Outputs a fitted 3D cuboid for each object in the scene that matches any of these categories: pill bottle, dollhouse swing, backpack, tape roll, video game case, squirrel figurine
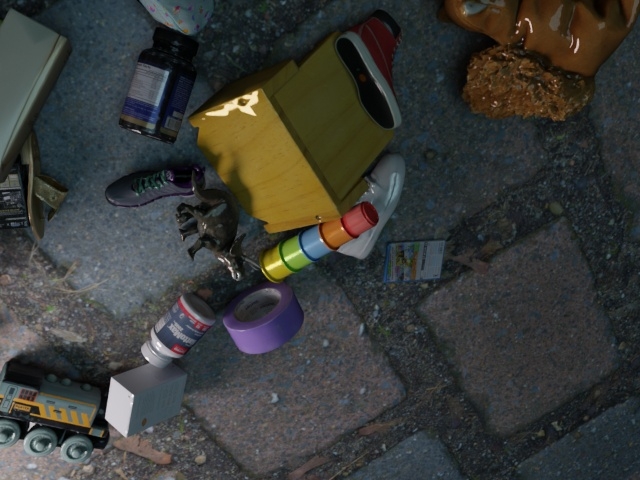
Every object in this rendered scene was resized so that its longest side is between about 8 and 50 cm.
[{"bbox_3d":[-0.331,-0.322,1.346,0.123,0.123,0.219,17,95,-23],"label":"pill bottle"},{"bbox_3d":[-0.049,-0.262,1.503,0.315,0.304,0.346,-11,127,36],"label":"dollhouse swing"},{"bbox_3d":[-0.295,-0.488,1.262,0.152,0.115,0.182,-48,154,-5],"label":"backpack"},{"bbox_3d":[-0.142,0.189,1.607,0.189,0.189,0.080,-26,118,-4],"label":"tape roll"},{"bbox_3d":[-0.357,0.228,1.607,0.108,0.108,0.180,39,99,-27],"label":"pill bottle"},{"bbox_3d":[0.257,0.056,1.763,0.167,0.015,0.119,-3,115,-15],"label":"video game case"},{"bbox_3d":[0.450,-0.459,1.450,0.371,0.281,0.396,6,109,-12],"label":"squirrel figurine"}]

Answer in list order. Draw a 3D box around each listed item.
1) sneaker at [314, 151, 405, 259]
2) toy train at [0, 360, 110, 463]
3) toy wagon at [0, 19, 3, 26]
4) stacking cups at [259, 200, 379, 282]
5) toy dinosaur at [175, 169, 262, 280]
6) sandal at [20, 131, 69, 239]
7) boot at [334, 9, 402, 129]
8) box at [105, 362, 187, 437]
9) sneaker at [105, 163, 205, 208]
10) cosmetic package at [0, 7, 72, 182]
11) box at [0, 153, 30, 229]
[{"bbox_3d":[0.086,-0.096,1.591,0.169,0.108,0.292,14,110,-25],"label":"sneaker"},{"bbox_3d":[-0.669,0.423,1.593,0.334,0.142,0.190,22,96,-24],"label":"toy train"},{"bbox_3d":[-0.778,-0.365,1.235,0.267,0.068,0.344,23,106,-24],"label":"toy wagon"},{"bbox_3d":[0.000,0.000,1.543,0.316,0.096,0.096,-28,122,28],"label":"stacking cups"},{"bbox_3d":[-0.250,-0.049,1.509,0.161,0.121,0.313,-18,124,-16],"label":"toy dinosaur"},{"bbox_3d":[-0.587,-0.116,1.393,0.079,0.088,0.239,-3,110,-9],"label":"sandal"},{"bbox_3d":[0.153,-0.389,1.460,0.176,0.088,0.244,-43,115,-32],"label":"boot"},{"bbox_3d":[-0.437,0.391,1.621,0.171,0.091,0.130,-12,123,-52],"label":"box"},{"bbox_3d":[-0.367,-0.134,1.434,0.224,0.098,0.083,-13,76,-18],"label":"sneaker"},{"bbox_3d":[-0.601,-0.269,1.236,0.113,0.160,0.309,26,91,-19],"label":"cosmetic package"},{"bbox_3d":[-0.717,-0.099,1.366,0.180,0.077,0.147,-6,115,-14],"label":"box"}]
